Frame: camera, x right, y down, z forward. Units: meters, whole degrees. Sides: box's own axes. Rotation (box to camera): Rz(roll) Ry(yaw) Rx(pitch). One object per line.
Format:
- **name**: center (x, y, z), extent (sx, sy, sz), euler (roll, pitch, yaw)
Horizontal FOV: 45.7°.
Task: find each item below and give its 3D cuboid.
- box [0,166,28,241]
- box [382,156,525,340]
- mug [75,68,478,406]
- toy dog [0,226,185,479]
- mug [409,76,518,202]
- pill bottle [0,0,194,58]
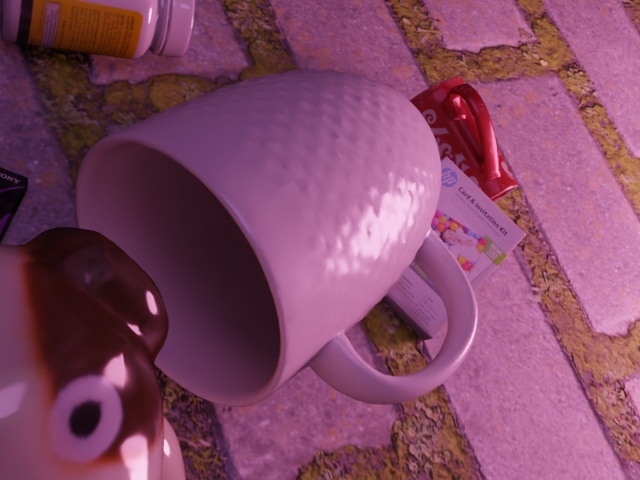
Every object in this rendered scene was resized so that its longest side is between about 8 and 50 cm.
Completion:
- **box**: center (-0.378, -0.017, 0.754), extent (0.116, 0.029, 0.162), euler (22, 55, -14)
- **box**: center (0.144, 0.009, 0.954), extent (0.145, 0.038, 0.186), euler (45, 75, 1)
- **mug**: center (0.000, 0.000, 0.777), extent (0.374, 0.276, 0.328), euler (47, 49, 11)
- **toy dog**: center (-0.221, 0.149, 0.508), extent (0.285, 0.408, 0.395), euler (-14, 71, -32)
- **mug**: center (0.185, -0.124, 1.028), extent (0.113, 0.150, 0.169), euler (-30, 82, 9)
- **pill bottle**: center (-0.262, -0.280, 0.896), extent (0.209, 0.119, 0.119), euler (3, 63, -25)
